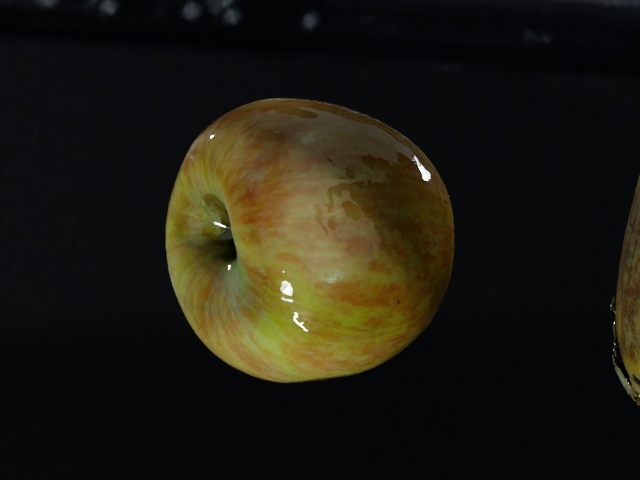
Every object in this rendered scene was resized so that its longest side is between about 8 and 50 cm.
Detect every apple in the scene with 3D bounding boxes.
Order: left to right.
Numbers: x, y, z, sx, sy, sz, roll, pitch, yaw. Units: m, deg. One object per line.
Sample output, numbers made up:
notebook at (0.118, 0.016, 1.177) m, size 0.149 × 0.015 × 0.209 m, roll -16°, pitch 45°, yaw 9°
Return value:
apple at (0.000, 0.000, 1.555) m, size 0.264 × 0.264 × 0.264 m, roll 10°, pitch -122°, yaw -17°

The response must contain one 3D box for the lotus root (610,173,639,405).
lotus root at (0.392, 0.018, 1.738) m, size 0.179 × 0.196 × 0.398 m, roll 9°, pitch -87°, yaw -2°
